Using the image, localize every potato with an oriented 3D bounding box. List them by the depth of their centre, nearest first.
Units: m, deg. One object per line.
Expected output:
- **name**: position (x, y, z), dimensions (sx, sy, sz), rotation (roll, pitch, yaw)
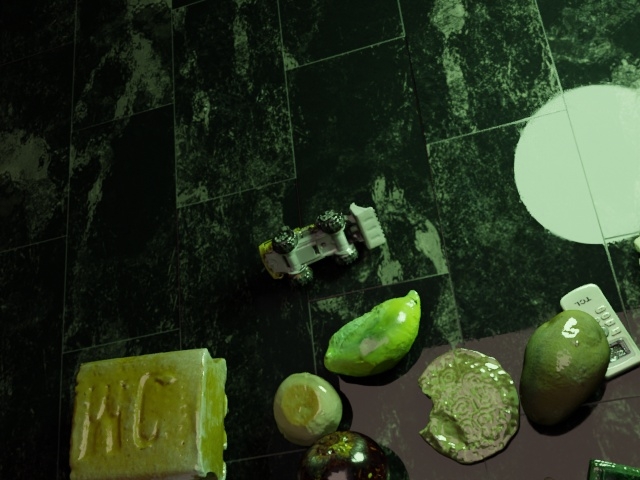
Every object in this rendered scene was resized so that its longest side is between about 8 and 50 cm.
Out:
- **potato**: position (0.464, 0.247, 1.452), dimensions (0.160, 0.178, 0.235), rotation (36, 110, 48)

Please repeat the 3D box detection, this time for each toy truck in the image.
- **toy truck**: position (0.000, 0.000, 1.748), dimensions (0.286, 0.136, 0.111), rotation (-22, 32, 4)

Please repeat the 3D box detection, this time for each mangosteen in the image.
- **mangosteen**: position (0.051, 0.494, 1.508), dimensions (0.192, 0.192, 0.217), rotation (-9, 104, 16)

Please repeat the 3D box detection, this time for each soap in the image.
- **soap**: position (-0.383, 0.409, 1.696), dimensions (0.335, 0.156, 0.293), rotation (-8, 62, 15)

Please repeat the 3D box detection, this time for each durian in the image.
- **durian**: position (0.120, 0.210, 1.630), dimensions (0.250, 0.101, 0.139), rotation (-32, 61, 4)

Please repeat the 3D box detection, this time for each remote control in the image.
- **remote control**: position (0.565, 0.180, 1.529), dimensions (0.087, 0.029, 0.190), rotation (-27, 62, 7)

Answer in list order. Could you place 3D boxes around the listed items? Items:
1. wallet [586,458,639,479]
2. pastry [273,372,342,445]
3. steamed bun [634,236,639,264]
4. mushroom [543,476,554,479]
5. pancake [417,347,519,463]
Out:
- **wallet**: position (0.560, 0.530, 1.373), dimensions (0.160, 0.055, 0.236), rotation (8, 70, 15)
- **pastry**: position (-0.030, 0.362, 1.627), dimensions (0.156, 0.092, 0.156), rotation (-9, 68, 23)
- **steamed bun**: position (0.761, 0.024, 1.427), dimensions (0.280, 0.207, 0.268), rotation (-29, 62, 7)
- **mushroom**: position (0.438, 0.505, 1.442), dimensions (0.049, 0.019, 0.101), rotation (-1, 67, 19)
- **pancake**: position (0.301, 0.338, 1.554), dimensions (0.212, 0.029, 0.235), rotation (1, 69, 19)
